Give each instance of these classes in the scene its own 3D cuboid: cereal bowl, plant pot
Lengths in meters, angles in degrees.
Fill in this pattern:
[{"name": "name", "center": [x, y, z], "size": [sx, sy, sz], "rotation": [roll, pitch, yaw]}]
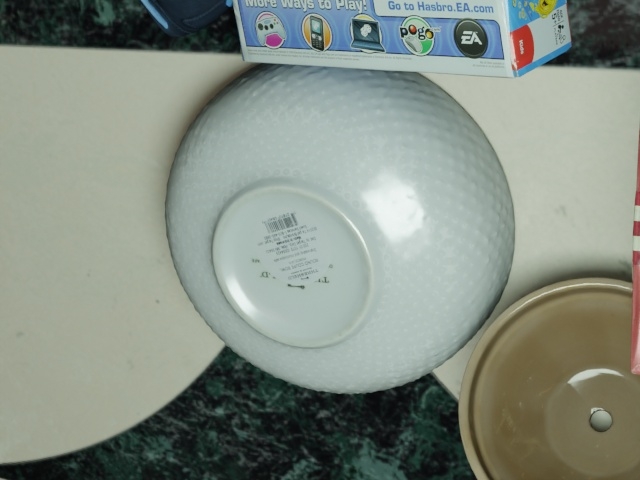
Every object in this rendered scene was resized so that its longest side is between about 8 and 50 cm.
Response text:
[{"name": "cereal bowl", "center": [0.000, 0.000, 1.680], "size": [0.339, 0.141, 0.339], "rotation": [10, 117, 20]}, {"name": "plant pot", "center": [0.248, 0.157, 1.632], "size": [0.237, 0.110, 0.237], "rotation": [-2, 79, 12]}]

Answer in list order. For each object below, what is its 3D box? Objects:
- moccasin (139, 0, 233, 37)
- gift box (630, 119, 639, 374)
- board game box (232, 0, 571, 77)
[{"name": "moccasin", "center": [-0.220, -0.317, 1.639], "size": [0.342, 0.138, 0.117], "rotation": [48, 126, -1]}, {"name": "gift box", "center": [0.366, 0.006, 1.447], "size": [0.255, 0.258, 0.276], "rotation": [9, 100, 18]}, {"name": "board game box", "center": [0.044, -0.297, 1.506], "size": [0.308, 0.086, 0.302], "rotation": [9, 117, 41]}]
